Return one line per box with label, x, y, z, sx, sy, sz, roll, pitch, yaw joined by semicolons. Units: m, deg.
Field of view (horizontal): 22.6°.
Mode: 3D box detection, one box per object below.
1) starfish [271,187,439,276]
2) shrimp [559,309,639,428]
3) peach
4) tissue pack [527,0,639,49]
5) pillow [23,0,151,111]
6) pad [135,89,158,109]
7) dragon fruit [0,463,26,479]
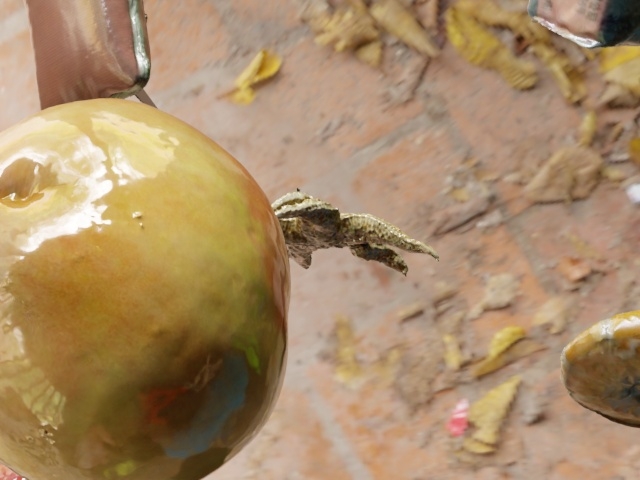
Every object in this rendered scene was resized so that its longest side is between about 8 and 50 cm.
starfish;0.000;0.000;1.807;0.277;0.236;0.062;2;72;9
shrimp;0.266;0.092;1.162;0.187;0.132;0.052;4;57;-2
peach;-0.097;0.025;0.732;0.184;0.184;0.184;3;80;-15
tissue pack;0.294;-0.305;1.229;0.228;0.103;0.316;-5;117;-42
pillow;-0.211;-0.199;1.458;0.075;0.171;0.179;0;76;-44
pad;-0.219;-0.190;1.677;0.006;0.245;0.170;-41;130;1
dragon fruit;-0.235;0.250;1.486;0.172;0.172;0.209;-41;77;-18
